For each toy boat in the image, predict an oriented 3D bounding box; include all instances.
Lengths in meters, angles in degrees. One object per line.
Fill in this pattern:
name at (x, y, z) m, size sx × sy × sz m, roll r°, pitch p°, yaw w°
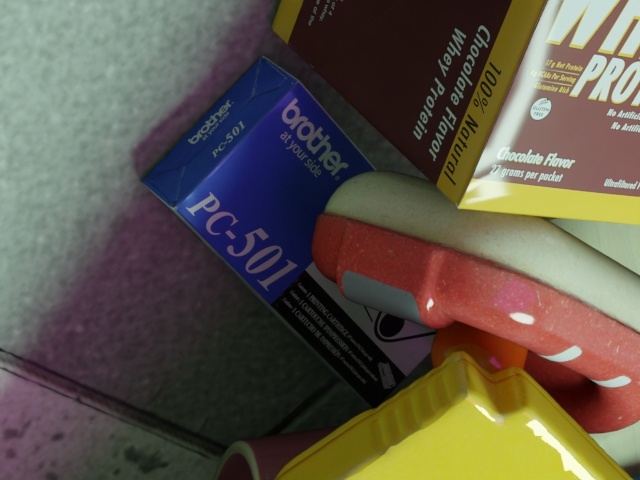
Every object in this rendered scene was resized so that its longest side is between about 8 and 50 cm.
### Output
toy boat at (0.085, 0.065, 1.054) m, size 0.231 × 0.151 × 0.151 m, roll 26°, pitch 83°, yaw -51°

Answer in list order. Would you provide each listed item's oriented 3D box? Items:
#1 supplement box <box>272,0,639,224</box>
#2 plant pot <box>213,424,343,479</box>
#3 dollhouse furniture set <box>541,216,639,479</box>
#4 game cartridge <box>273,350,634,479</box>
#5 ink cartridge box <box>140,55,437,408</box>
supplement box at (0.102, -0.140, 0.996) m, size 0.129 × 0.194 × 0.191 m, roll 4°, pitch 118°, yaw -36°
plant pot at (0.031, 0.188, 1.159) m, size 0.180 × 0.201 × 0.201 m, roll 7°, pitch 112°, yaw -17°
dollhouse furniture set at (0.226, -0.023, 1.232) m, size 0.303 × 0.198 × 0.286 m, roll -19°, pitch 107°, yaw 14°
game cartridge at (0.047, 0.228, 1.051) m, size 0.324 × 0.052 × 0.285 m, roll -36°, pitch 117°, yaw 17°
ink cartridge box at (0.000, 0.000, 1.118) m, size 0.097 × 0.046 × 0.207 m, roll -46°, pitch 129°, yaw -4°
